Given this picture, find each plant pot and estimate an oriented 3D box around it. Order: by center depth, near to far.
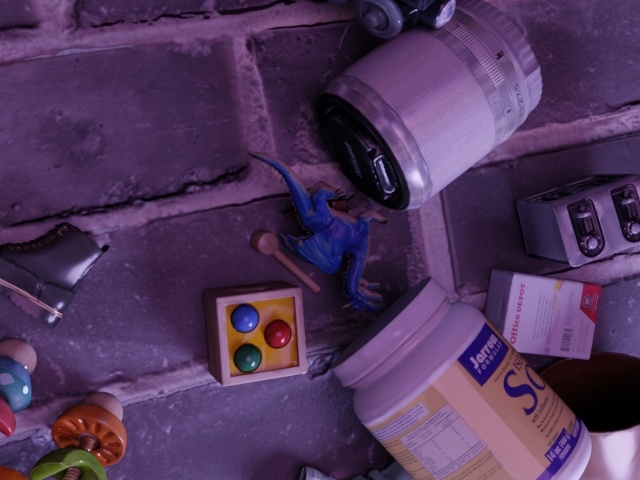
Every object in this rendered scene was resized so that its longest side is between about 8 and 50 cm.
[{"bbox_3d":[0.470,0.340,1.462,0.215,0.215,0.230,-22,115,-18],"label":"plant pot"}]

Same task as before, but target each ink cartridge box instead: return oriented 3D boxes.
[{"bbox_3d":[0.362,0.120,1.457,0.175,0.072,0.127,9,92,-21],"label":"ink cartridge box"}]

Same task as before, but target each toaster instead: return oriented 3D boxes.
[{"bbox_3d":[0.422,-0.034,1.420,0.168,0.186,0.110,-17,98,-10],"label":"toaster"}]

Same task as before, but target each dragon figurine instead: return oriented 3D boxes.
[{"bbox_3d":[-0.001,-0.005,1.267,0.289,0.085,0.144,31,90,-24],"label":"dragon figurine"}]

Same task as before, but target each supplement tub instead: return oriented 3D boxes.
[{"bbox_3d":[0.199,0.241,1.288,0.241,0.241,0.331,-42,89,-12],"label":"supplement tub"}]

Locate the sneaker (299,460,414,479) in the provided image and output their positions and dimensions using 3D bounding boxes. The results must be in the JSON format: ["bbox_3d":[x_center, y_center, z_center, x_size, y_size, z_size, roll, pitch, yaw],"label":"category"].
[{"bbox_3d":[0.056,0.378,1.355,0.256,0.094,0.151,-43,104,-13],"label":"sneaker"}]

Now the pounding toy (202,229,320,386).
[{"bbox_3d":[-0.071,0.090,1.281,0.181,0.094,0.206,-6,97,-20],"label":"pounding toy"}]

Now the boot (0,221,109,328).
[{"bbox_3d":[-0.394,0.007,1.172,0.198,0.077,0.137,43,75,-32],"label":"boot"}]

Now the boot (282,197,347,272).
[{"bbox_3d":[0.000,0.000,1.334,0.106,0.037,0.114,-10,103,-17],"label":"boot"}]

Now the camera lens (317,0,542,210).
[{"bbox_3d":[0.150,-0.193,1.273,0.274,0.219,0.219,-38,106,-14],"label":"camera lens"}]

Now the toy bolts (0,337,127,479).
[{"bbox_3d":[-0.394,0.246,1.181,0.218,0.158,0.228,-25,119,24],"label":"toy bolts"}]

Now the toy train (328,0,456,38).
[{"bbox_3d":[0.048,-0.414,1.180,0.334,0.190,0.142,38,64,15],"label":"toy train"}]
